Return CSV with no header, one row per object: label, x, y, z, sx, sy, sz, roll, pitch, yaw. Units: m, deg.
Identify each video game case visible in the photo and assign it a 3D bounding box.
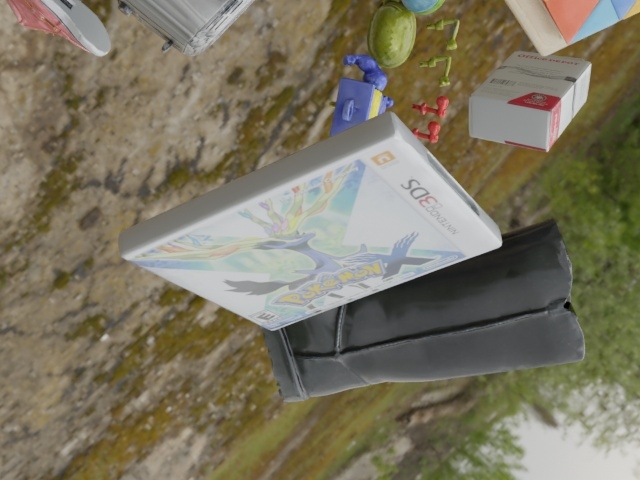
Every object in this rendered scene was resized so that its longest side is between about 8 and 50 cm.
video game case,0.000,0.000,0.963,0.329,0.036,0.300,-22,150,23

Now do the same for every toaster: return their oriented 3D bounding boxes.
toaster,-0.164,-0.363,1.189,0.227,0.146,0.129,-48,-167,-7

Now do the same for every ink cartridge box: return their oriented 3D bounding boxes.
ink cartridge box,0.273,-0.184,1.124,0.150,0.109,0.063,-44,139,-42

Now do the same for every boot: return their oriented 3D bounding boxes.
boot,0.127,0.043,1.237,0.445,0.367,0.146,-10,-154,13

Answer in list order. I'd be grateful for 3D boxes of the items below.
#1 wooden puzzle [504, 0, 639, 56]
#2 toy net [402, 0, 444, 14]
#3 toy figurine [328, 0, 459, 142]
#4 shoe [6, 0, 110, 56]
wooden puzzle,0.263,-0.251,0.744,0.221,0.044,0.238,-24,155,24
toy net,0.157,-0.420,1.137,0.045,0.122,0.232,7,122,-52
toy figurine,0.109,-0.256,1.566,0.217,0.191,0.363,-15,120,-64
shoe,-0.434,-0.365,1.434,0.081,0.178,0.063,-19,-138,33
